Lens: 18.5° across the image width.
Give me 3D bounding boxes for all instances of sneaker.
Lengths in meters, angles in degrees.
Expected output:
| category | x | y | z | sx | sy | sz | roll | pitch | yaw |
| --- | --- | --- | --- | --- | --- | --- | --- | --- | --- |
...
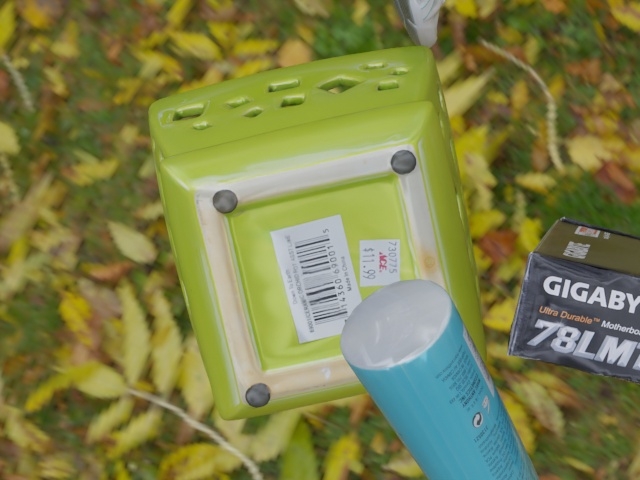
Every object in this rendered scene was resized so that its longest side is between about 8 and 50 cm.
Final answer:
| category | x | y | z | sx | sy | sz | roll | pitch | yaw |
| --- | --- | --- | --- | --- | --- | --- | --- | --- | --- |
| sneaker | 0.089 | -0.217 | 1.593 | 0.061 | 0.152 | 0.053 | -21 | 47 | -11 |

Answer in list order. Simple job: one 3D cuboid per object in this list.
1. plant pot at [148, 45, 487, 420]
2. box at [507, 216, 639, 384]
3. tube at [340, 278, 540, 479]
| category | x | y | z | sx | sy | sz | roll | pitch | yaw |
| --- | --- | --- | --- | --- | --- | --- | --- | --- | --- |
| plant pot | 0.000 | 0.000 | 1.421 | 0.227 | 0.207 | 0.228 | -12 | 104 | 1 |
| box | 0.275 | 0.058 | 1.228 | 0.293 | 0.295 | 0.073 | 15 | 96 | 9 |
| tube | 0.076 | 0.106 | 0.897 | 0.052 | 0.207 | 0.080 | -14 | 39 | 24 |
